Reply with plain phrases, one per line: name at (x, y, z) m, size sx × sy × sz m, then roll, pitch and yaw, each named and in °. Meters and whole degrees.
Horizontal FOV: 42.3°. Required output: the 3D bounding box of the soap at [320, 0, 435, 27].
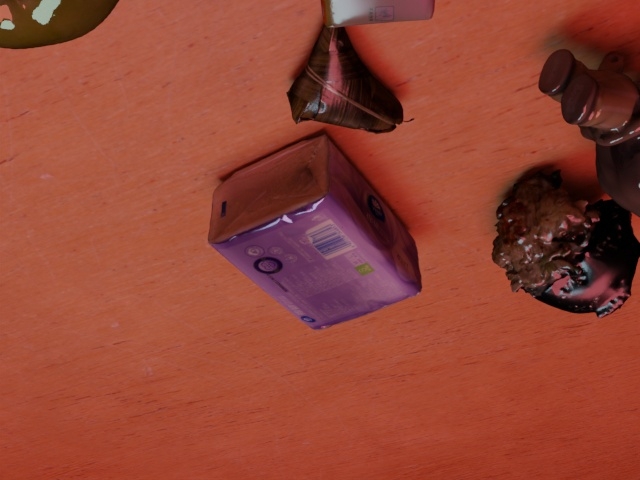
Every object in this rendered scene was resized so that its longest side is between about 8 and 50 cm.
soap at (0.063, -0.376, 0.949) m, size 0.139 × 0.182 × 0.199 m, roll -3°, pitch 141°, yaw 2°

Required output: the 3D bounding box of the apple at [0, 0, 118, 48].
apple at (-0.338, -0.353, 0.904) m, size 0.292 × 0.254 × 0.292 m, roll -5°, pitch 144°, yaw -4°

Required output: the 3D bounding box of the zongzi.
zongzi at (0.066, -0.243, 1.211) m, size 0.187 × 0.084 × 0.184 m, roll 8°, pitch 131°, yaw -23°

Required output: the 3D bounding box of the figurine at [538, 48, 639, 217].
figurine at (0.482, -0.150, 1.225) m, size 0.381 × 0.248 × 0.203 m, roll 26°, pitch 93°, yaw -30°

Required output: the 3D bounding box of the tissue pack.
tissue pack at (0.000, 0.000, 1.444) m, size 0.242 × 0.160 × 0.338 m, roll -20°, pitch 139°, yaw 23°

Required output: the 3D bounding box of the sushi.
sushi at (0.410, 0.006, 1.435) m, size 0.219 × 0.225 × 0.238 m, roll 25°, pitch 102°, yaw -18°
